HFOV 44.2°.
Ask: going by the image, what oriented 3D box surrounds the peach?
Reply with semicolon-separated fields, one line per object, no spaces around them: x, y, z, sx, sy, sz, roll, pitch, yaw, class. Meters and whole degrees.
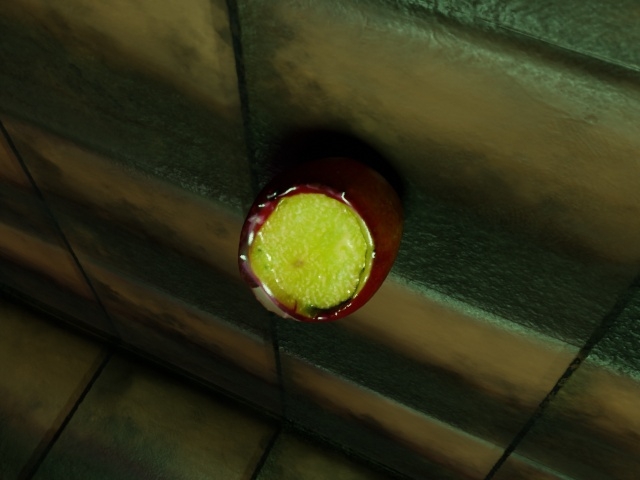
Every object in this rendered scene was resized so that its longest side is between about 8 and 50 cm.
0.000;0.000;0.923;0.196;0.190;0.226;-6;172;-7;peach
